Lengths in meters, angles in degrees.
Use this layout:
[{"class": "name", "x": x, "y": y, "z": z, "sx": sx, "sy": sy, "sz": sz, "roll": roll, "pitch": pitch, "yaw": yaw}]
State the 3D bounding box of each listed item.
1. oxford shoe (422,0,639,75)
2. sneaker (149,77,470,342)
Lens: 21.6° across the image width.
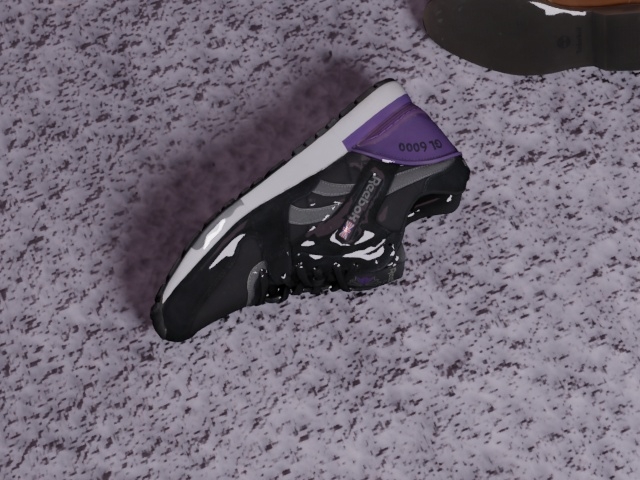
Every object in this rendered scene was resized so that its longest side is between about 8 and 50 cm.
[{"class": "oxford shoe", "x": 0.193, "y": -0.187, "z": 1.415, "sx": 0.212, "sy": 0.076, "sz": 0.076, "roll": 5, "pitch": 38, "yaw": 3}, {"class": "sneaker", "x": 0.000, "y": 0.000, "z": 1.306, "sx": 0.283, "sy": 0.107, "sz": 0.124, "roll": -41, "pitch": 81, "yaw": -16}]
